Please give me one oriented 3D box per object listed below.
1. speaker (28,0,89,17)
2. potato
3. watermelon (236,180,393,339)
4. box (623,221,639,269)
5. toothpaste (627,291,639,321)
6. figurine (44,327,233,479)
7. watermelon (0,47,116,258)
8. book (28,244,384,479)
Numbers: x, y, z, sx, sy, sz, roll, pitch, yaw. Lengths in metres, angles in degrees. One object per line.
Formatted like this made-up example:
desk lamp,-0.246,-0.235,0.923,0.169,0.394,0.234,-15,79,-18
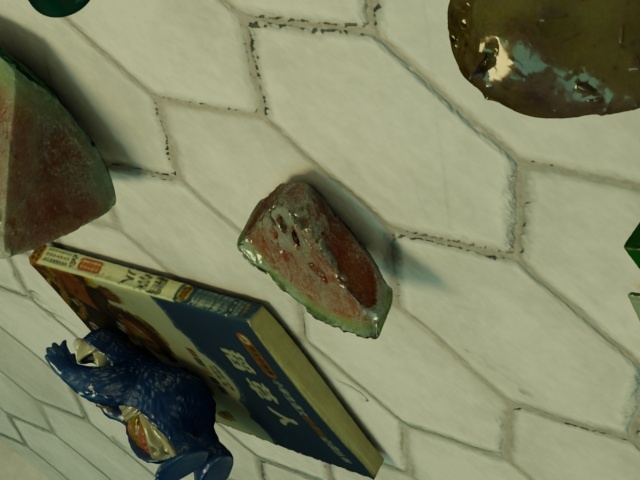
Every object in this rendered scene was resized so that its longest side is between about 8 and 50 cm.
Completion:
speaker,-0.228,-0.238,1.439,0.075,0.060,0.094,69,177,-53
potato,0.137,-0.122,1.053,0.172,0.089,0.100,16,148,45
watermelon,0.000,0.000,1.546,0.187,0.071,0.139,33,153,32
box,0.328,0.043,1.167,0.235,0.034,0.132,6,142,52
toothpaste,0.292,0.108,1.364,0.048,0.029,0.197,12,145,42
figurine,-0.205,0.188,2.074,0.262,0.121,0.164,43,178,18
watermelon,-0.348,-0.082,1.724,0.213,0.201,0.261,6,140,37
book,-0.142,0.139,2.068,0.428,0.039,0.300,13,148,46
